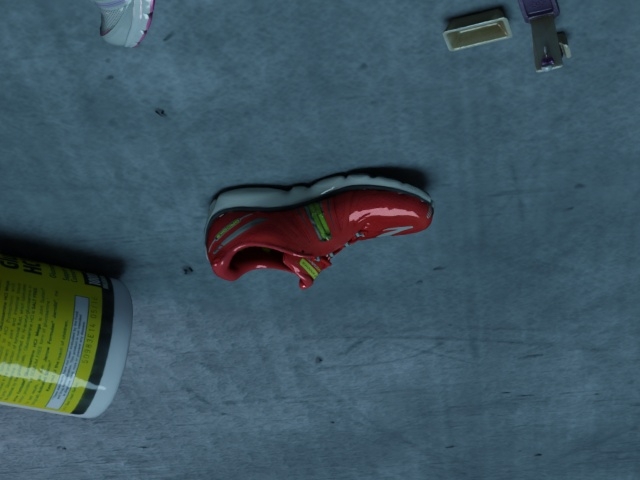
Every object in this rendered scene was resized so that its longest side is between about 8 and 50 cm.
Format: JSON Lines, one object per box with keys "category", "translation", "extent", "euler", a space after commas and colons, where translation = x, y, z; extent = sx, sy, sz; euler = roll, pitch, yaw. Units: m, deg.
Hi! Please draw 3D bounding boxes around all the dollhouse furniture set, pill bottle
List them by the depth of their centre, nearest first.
{"category": "dollhouse furniture set", "translation": [0.185, -0.178, 1.269], "extent": [0.114, 0.081, 0.091], "euler": [-11, 148, 16]}
{"category": "pill bottle", "translation": [-0.421, 0.107, 1.622], "extent": [0.334, 0.188, 0.188], "euler": [14, 146, -24]}

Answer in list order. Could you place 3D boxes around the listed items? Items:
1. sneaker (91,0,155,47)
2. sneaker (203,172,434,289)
{"category": "sneaker", "translation": [-0.193, -0.269, 1.101], "extent": [0.111, 0.103, 0.252], "euler": [4, 143, -1]}
{"category": "sneaker", "translation": [0.000, 0.000, 1.525], "extent": [0.279, 0.118, 0.107], "euler": [-8, 149, 11]}
